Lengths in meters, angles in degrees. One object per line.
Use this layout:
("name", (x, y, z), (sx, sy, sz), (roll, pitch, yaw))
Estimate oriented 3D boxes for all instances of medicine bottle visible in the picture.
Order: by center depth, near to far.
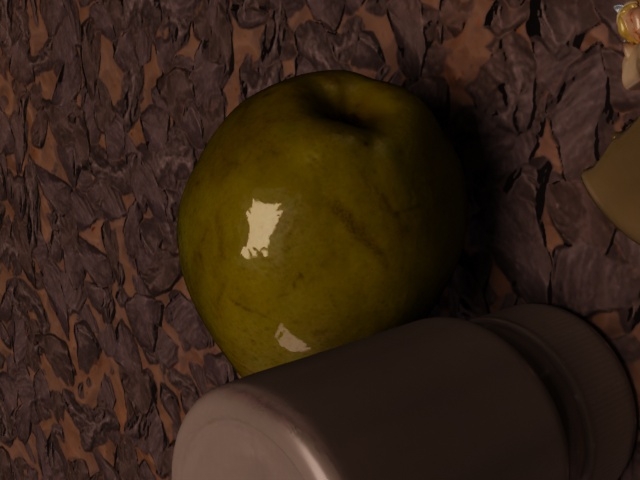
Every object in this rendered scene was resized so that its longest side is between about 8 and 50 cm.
("medicine bottle", (0.077, 0.170, 0.917), (0.208, 0.340, 0.208), (16, 111, 45))

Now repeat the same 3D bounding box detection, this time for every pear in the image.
("pear", (0.000, 0.000, 1.053), (0.253, 0.253, 0.307), (49, 148, 32))

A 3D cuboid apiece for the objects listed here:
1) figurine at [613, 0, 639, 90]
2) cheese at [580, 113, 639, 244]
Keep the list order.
("figurine", (0.190, -0.119, 0.652), (0.083, 0.047, 0.050), (143, 118, -66))
("cheese", (0.272, -0.067, 0.828), (0.202, 0.091, 0.175), (-38, 68, 48))
